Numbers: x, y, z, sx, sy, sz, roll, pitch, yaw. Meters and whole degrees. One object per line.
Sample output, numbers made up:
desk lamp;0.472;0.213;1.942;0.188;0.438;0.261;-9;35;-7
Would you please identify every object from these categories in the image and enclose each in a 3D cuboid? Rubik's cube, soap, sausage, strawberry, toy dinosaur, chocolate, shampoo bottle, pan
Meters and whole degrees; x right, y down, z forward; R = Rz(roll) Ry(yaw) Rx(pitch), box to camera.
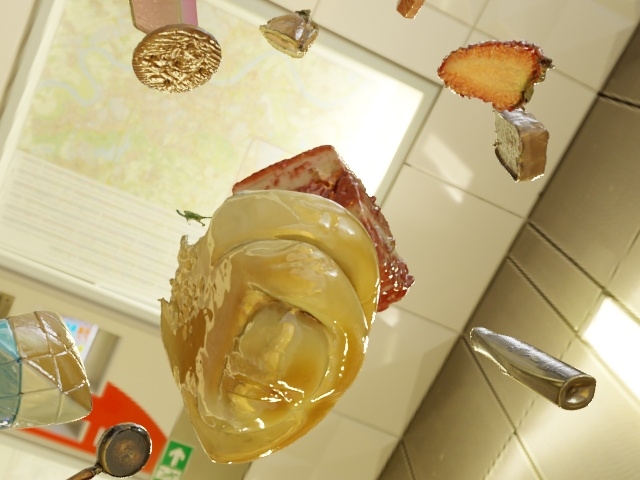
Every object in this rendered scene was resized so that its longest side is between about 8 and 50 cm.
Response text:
Rubik's cube;-0.544;0.282;1.357;0.254;0.254;0.255;-157;-90;-79
soap;-0.406;-0.633;1.857;0.081;0.181;0.259;-53;161;-33
sausage;0.241;-0.604;1.723;0.169;0.065;0.065;-51;-161;51
strawberry;0.354;-0.358;1.478;0.167;0.208;0.087;116;-4;-46
toy dinosaur;-0.330;-0.063;1.928;0.119;0.060;0.029;7;-115;36
chocolate;0.492;-0.242;1.785;0.214;0.093;0.149;-104;-178;-61
shampoo bottle;0.477;0.288;1.703;0.350;0.125;0.084;-151;-116;-63
pan;-0.439;0.450;1.466;0.212;0.115;0.040;-29;-161;-20

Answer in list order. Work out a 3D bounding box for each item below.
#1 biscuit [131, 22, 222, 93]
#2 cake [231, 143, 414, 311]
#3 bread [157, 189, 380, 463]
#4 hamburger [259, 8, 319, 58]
biscuit;-0.294;-0.370;1.508;0.188;0.187;0.027;-55;-134;47
cake;0.000;0.000;1.477;0.269;0.269;0.320;-27;-116;9
bread;-0.092;0.126;1.078;0.424;0.328;0.245;-60;-175;36
hamburger;-0.057;-0.485;1.704;0.102;0.087;0.176;-41;-142;-13
